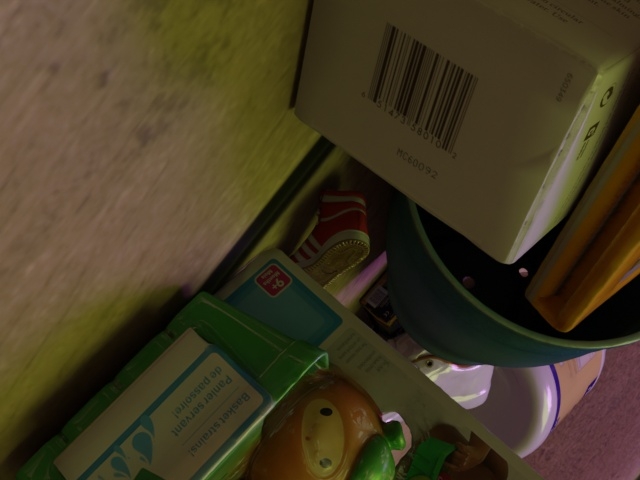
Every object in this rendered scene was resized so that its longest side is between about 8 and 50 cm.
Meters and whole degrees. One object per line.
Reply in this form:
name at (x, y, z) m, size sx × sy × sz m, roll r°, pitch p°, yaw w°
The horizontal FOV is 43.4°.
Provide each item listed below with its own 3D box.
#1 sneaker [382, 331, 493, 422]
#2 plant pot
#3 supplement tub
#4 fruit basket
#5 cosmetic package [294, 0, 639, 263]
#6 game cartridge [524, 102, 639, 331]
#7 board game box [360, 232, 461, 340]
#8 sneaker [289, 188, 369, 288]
sneaker at (0.078, 0.148, 0.930) m, size 0.290 × 0.106 × 0.123 m, roll -10°, pitch 127°, yaw -27°
plant pot at (0.183, 0.006, 0.782) m, size 0.272 × 0.271 × 0.255 m, roll -42°, pitch 169°, yaw -22°
supplement tub at (0.311, 0.186, 1.292) m, size 0.331 × 0.241 × 0.241 m, roll -20°, pitch 142°, yaw -51°
fruit basket at (-0.024, 0.215, 0.563) m, size 0.327 × 0.353 × 0.165 m, roll -45°, pitch 157°, yaw -14°
cosmetic package at (0.181, -0.167, 0.580) m, size 0.366 × 0.197 × 0.155 m, roll -32°, pitch 150°, yaw -36°
game cartridge at (0.303, -0.091, 0.548) m, size 0.324 × 0.052 × 0.285 m, roll -31°, pitch 156°, yaw -19°
board game box at (0.130, 0.046, 0.993) m, size 0.170 × 0.048 × 0.141 m, roll -48°, pitch 156°, yaw -7°
sneaker at (0.000, 0.000, 0.687) m, size 0.042 × 0.067 × 0.118 m, roll 25°, pitch 142°, yaw -31°
